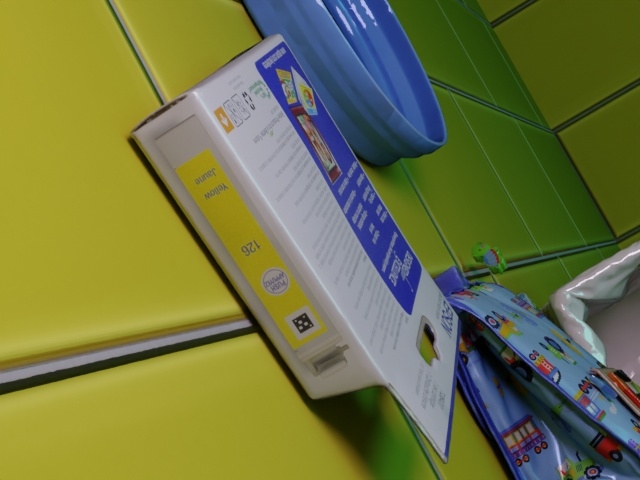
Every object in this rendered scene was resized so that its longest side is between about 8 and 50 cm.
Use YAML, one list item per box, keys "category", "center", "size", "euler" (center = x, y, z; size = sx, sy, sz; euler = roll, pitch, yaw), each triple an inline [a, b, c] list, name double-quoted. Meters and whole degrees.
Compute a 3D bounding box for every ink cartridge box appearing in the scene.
- category: "ink cartridge box"
  center: [0.000, 0.000, 1.031]
  size: [0.307, 0.072, 0.303]
  euler: [59, 15, -9]

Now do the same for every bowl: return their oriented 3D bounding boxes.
- category: "bowl"
  center: [0.008, -0.254, 1.486]
  size: [0.391, 0.077, 0.391]
  euler: [52, 18, -24]

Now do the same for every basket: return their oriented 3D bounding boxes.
- category: "basket"
  center: [0.493, 0.146, 1.701]
  size: [0.331, 0.328, 0.266]
  euler: [61, -2, 9]

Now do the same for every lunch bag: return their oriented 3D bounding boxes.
- category: "lunch bag"
  center: [0.220, 0.143, 1.361]
  size: [0.293, 0.138, 0.221]
  euler: [52, 17, 9]

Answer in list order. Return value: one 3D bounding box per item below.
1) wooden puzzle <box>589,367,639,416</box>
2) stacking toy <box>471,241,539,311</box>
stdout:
- category: "wooden puzzle"
  center: [0.306, 0.149, 1.326]
  size: [0.078, 0.014, 0.116]
  euler: [41, 15, 17]
- category: "stacking toy"
  center: [0.252, 0.120, 1.608]
  size: [0.167, 0.052, 0.221]
  euler: [49, 14, -49]
